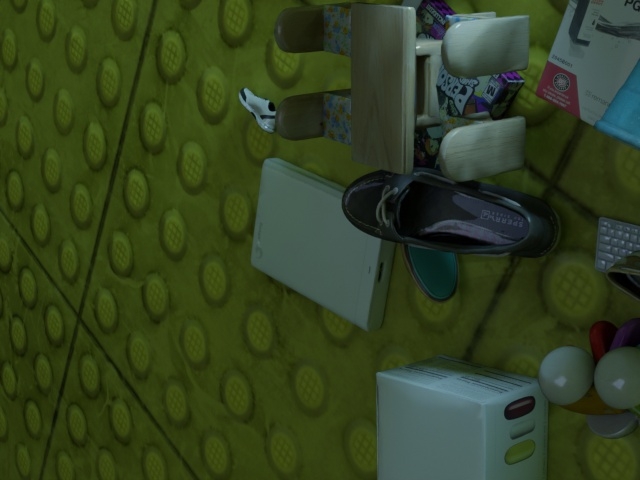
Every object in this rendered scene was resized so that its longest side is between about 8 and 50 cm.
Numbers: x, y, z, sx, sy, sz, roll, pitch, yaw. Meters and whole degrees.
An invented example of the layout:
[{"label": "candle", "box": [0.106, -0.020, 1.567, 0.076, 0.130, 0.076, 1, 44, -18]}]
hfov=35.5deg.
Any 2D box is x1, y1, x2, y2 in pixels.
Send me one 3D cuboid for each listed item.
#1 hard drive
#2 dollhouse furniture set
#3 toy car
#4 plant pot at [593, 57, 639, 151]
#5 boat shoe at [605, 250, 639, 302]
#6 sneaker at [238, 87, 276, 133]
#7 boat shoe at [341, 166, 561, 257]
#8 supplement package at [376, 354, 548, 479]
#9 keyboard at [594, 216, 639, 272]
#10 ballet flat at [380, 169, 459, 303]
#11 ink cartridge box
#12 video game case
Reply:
[{"label": "hard drive", "box": [0.000, 0.000, 1.675, 0.307, 0.040, 0.203, 26, 115, 43]}, {"label": "dollhouse furniture set", "box": [0.052, -0.283, 1.306, 0.362, 0.256, 0.394, 21, 118, 50]}, {"label": "toy car", "box": [0.369, 0.159, 1.216, 0.182, 0.159, 0.136, -7, 54, 50]}, {"label": "plant pot", "box": [0.448, -0.167, 0.977, 0.271, 0.272, 0.255, 35, 107, 40]}, {"label": "boat shoe", "box": [0.418, 0.074, 1.164, 0.190, 0.072, 0.068, 27, 122, 43]}, {"label": "sneaker", "box": [-0.104, -0.237, 1.765, 0.044, 0.040, 0.109, -51, 61, 21]}, {"label": "boat shoe", "box": [0.161, -0.042, 1.376, 0.335, 0.095, 0.112, 11, 94, 31]}, {"label": "supplement package", "box": [0.198, 0.318, 1.416, 0.204, 0.145, 0.262, 8, 103, 48]}, {"label": "keyboard", "box": [0.439, 0.033, 1.192, 0.256, 0.014, 0.072, 20, 111, 46]}, {"label": "ballet flat", "box": [0.146, -0.012, 1.495, 0.073, 0.080, 0.232, 119, 136, -71]}, {"label": "ink cartridge box", "box": [0.368, -0.240, 1.172, 0.158, 0.092, 0.218, 38, 122, 39]}, {"label": "video game case", "box": [0.163, -0.218, 1.449, 0.232, 0.042, 0.210, 53, 133, 29]}]
